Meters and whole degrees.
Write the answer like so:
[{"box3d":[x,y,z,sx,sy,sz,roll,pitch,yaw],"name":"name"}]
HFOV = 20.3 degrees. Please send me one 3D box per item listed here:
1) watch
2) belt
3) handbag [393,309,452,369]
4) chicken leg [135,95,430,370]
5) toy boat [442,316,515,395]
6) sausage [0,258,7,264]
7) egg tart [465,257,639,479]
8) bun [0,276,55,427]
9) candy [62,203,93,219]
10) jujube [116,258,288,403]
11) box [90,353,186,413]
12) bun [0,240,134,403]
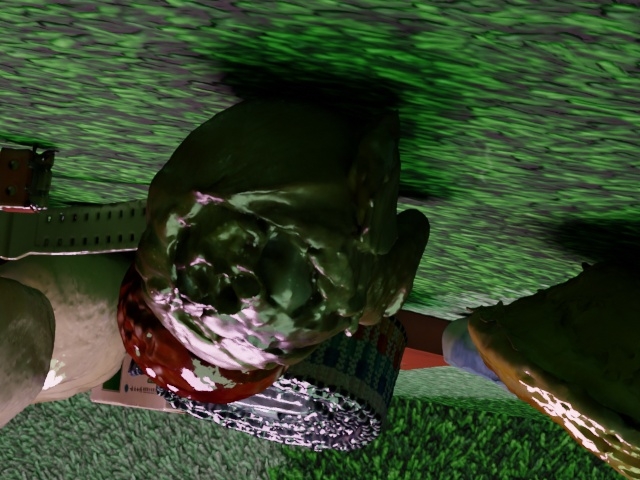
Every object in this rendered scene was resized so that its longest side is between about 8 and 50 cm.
[{"box3d":[-0.236,-0.030,1.506,0.268,0.102,0.165,-4,164,32],"name":"watch"},{"box3d":[-0.049,0.125,2.035,0.295,0.160,0.207,5,152,26],"name":"belt"},{"box3d":[0.095,0.125,2.224,0.127,0.062,0.190,14,169,-23],"name":"handbag"},{"box3d":[0.000,0.000,1.196,0.153,0.201,0.429,38,-175,14],"name":"chicken leg"},{"box3d":[0.303,0.144,2.010,0.330,0.123,0.215,18,172,47],"name":"toy boat"},{"box3d":[-0.328,-0.011,1.754,0.083,0.083,0.264,11,173,-6],"name":"sausage"},{"box3d":[0.274,0.107,1.411,0.341,0.132,0.341,27,-170,-5],"name":"egg tart"},{"box3d":[-0.454,0.099,1.758,0.365,0.219,0.365,16,174,2],"name":"bun"},{"box3d":[-0.224,-0.023,1.732,0.083,0.020,0.030,2,168,39],"name":"candy"},{"box3d":[-0.106,0.069,1.710,0.174,0.174,0.250,12,175,-11],"name":"jujube"},{"box3d":[-0.196,0.129,2.234,0.095,0.168,0.212,11,173,-32],"name":"box"},{"box3d":[-0.379,0.090,2.095,0.364,0.202,0.364,12,170,2],"name":"bun"}]
